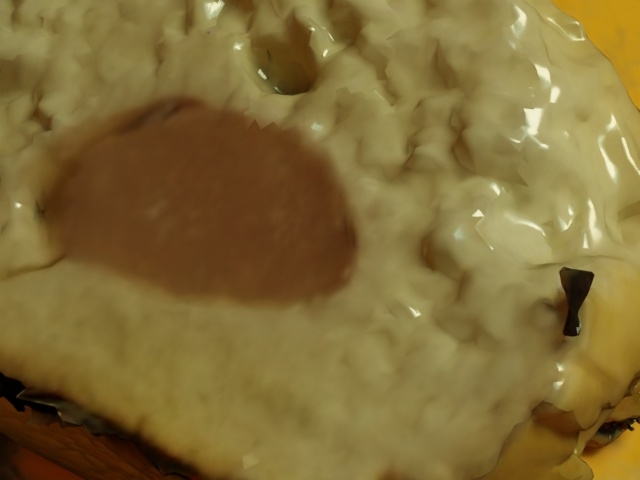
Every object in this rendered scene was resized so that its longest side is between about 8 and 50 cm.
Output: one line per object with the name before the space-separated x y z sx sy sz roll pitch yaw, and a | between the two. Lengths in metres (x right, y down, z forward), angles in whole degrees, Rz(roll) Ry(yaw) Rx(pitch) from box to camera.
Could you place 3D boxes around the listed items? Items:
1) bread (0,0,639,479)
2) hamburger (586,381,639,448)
bread | -0.007 -0.005 0.553 0.224 0.211 0.183 30 81 -15
hamburger | 0.090 0.030 0.703 0.083 0.044 0.076 27 61 -3
